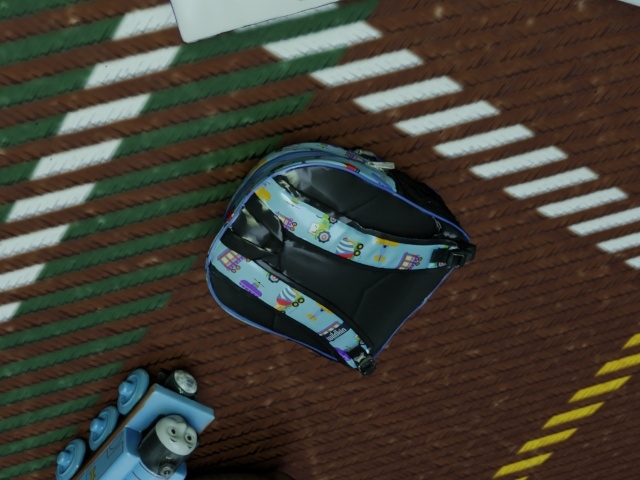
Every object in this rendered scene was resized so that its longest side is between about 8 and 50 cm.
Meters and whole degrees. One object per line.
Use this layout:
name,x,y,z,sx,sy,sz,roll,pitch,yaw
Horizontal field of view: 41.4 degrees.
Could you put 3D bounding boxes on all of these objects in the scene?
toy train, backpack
toy train,-0.166,0.194,0.734,0.080,0.105,0.184,32,111,-31
backpack,0.000,0.000,0.638,0.173,0.117,0.158,25,114,-29

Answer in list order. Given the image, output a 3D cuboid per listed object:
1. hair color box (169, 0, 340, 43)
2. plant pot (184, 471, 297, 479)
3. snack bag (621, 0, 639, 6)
hair color box,-0.033,-0.295,0.434,0.185,0.110,0.338,-16,125,-6
plant pot,-0.119,0.292,0.758,0.110,0.237,0.237,40,108,-9
snack bag,0.282,-0.259,0.475,0.343,0.037,0.323,14,139,-3
